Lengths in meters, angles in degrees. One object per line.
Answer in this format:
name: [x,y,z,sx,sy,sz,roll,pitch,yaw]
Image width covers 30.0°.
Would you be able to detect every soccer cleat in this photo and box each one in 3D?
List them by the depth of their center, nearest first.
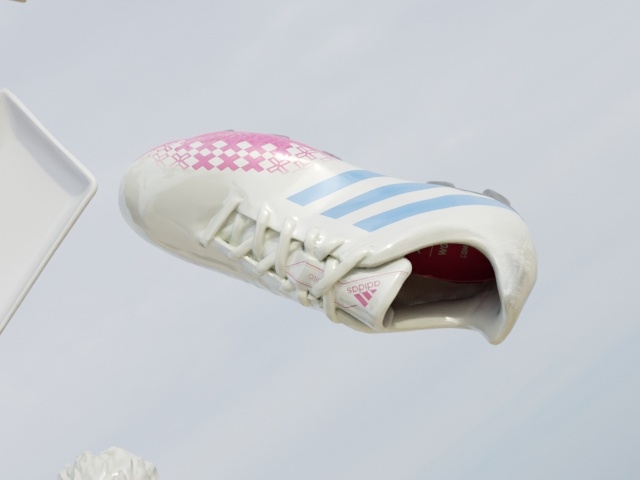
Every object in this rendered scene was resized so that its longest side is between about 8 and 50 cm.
soccer cleat: [0.000,0.000,0.896,0.143,0.331,0.116,-76,-7,-56]

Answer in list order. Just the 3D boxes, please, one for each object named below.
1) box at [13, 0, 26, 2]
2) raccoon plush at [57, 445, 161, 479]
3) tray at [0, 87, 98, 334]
box: [-0.381,-0.286,1.016,0.275,0.094,0.113,8,-74,-33]
raccoon plush: [-0.142,0.331,0.660,0.216,0.446,0.299,12,-16,-32]
tray: [-0.283,0.024,0.968,0.270,0.145,0.030,-54,-31,11]
